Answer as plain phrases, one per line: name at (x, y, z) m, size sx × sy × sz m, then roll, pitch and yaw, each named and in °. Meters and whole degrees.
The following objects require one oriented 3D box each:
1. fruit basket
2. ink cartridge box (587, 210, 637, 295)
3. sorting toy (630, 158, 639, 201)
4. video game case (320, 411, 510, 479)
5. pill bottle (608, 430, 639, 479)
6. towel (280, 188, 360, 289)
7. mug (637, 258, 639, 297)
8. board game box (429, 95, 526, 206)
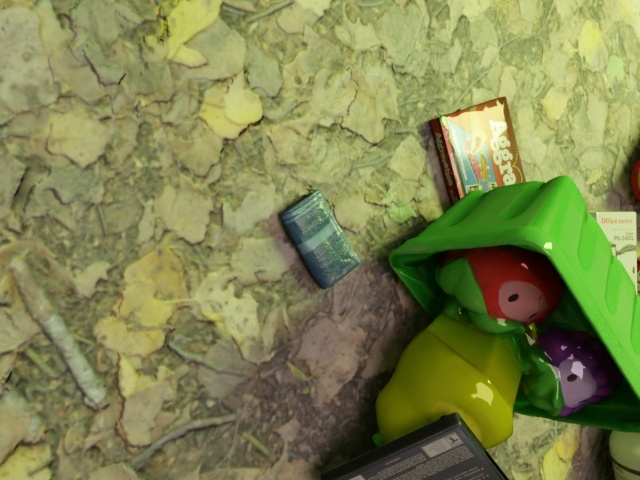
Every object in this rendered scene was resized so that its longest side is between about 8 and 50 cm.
fruit basket at (0.240, 0.150, 0.896) m, size 0.392 × 0.283 × 0.392 m, roll 4°, pitch 83°, yaw -38°
ink cartridge box at (0.478, 0.024, 1.152) m, size 0.109 × 0.063 × 0.150 m, roll -2°, pitch 91°, yaw -31°
sorting toy at (0.697, -0.127, 1.273) m, size 0.255 × 0.089 × 0.257 m, roll 42°, pitch 70°, yaw -24°
video game case at (0.156, 0.351, 0.889) m, size 0.196 × 0.026 × 0.274 m, roll -30°, pitch 119°, yaw 15°
pill bottle at (0.593, 0.403, 1.154) m, size 0.176 × 0.176 × 0.319 m, roll -17°, pitch 99°, yaw -31°
towel at (0.000, 0.000, 0.879) m, size 0.067 × 0.029 × 0.119 m, roll -37°, pitch 108°, yaw -25°
mug at (0.625, 0.077, 1.180) m, size 0.113 × 0.169 × 0.150 m, roll -47°, pitch 113°, yaw -22°
board game box at (0.262, -0.067, 1.042) m, size 0.145 × 0.027 × 0.281 m, roll -23°, pitch 101°, yaw -31°
